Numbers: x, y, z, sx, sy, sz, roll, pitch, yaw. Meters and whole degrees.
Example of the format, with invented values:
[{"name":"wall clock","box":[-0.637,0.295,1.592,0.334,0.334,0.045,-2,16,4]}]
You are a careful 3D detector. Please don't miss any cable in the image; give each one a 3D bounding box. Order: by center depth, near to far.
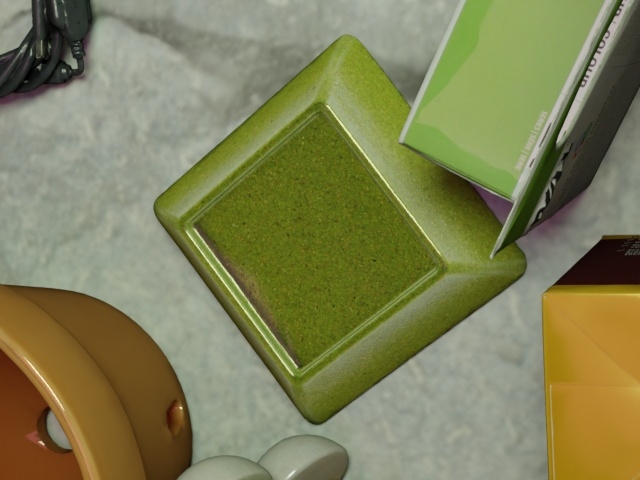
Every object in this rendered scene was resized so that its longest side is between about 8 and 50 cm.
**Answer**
[{"name":"cable","box":[-0.225,-0.188,0.893,0.150,0.047,0.184,-6,100,27]}]

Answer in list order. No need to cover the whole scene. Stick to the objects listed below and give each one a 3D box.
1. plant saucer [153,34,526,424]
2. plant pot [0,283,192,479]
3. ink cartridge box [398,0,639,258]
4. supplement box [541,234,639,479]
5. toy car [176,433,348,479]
[{"name":"plant saucer","box":[0.000,0.000,0.835,0.188,0.045,0.188,-39,85,22]},{"name":"plant pot","box":[-0.214,0.146,0.856,0.291,0.203,0.291,4,101,20]},{"name":"ink cartridge box","box":[0.113,-0.111,0.659,0.097,0.255,0.189,28,108,14]},{"name":"supplement box","box":[0.226,0.071,0.680,0.191,0.194,0.129,-1,98,21]},{"name":"toy car","box":[-0.018,0.216,0.812,0.159,0.182,0.136,44,119,28]}]
